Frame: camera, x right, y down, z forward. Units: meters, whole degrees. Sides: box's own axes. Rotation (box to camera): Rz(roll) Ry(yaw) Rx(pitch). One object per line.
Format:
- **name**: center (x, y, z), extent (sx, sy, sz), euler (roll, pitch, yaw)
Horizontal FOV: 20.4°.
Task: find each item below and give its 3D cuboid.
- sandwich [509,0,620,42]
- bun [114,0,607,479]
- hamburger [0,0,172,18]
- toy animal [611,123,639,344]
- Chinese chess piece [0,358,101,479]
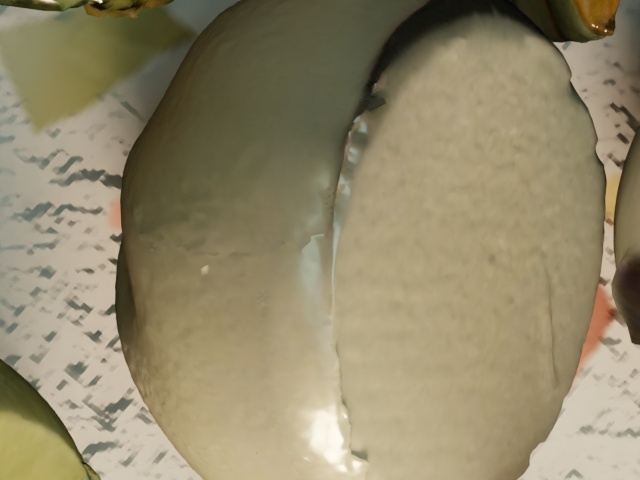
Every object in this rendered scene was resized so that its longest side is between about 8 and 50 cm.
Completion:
- **sandwich**: center (0.042, -0.151, 0.563), extent (0.113, 0.079, 0.163), euler (7, 97, -19)
- **bun**: center (0.000, 0.000, 0.544), extent (0.173, 0.120, 0.173), euler (-17, 111, -53)
- **hamburger**: center (-0.148, -0.145, 0.437), extent (0.288, 0.167, 0.192), euler (0, 94, -27)
- **toy animal**: center (0.214, -0.052, 0.571), extent (0.212, 0.212, 0.267), euler (14, 89, -22)
- **Chinese chess piece**: center (-0.146, 0.108, 0.487), extent (0.188, 0.083, 0.188), euler (-37, 141, -37)
